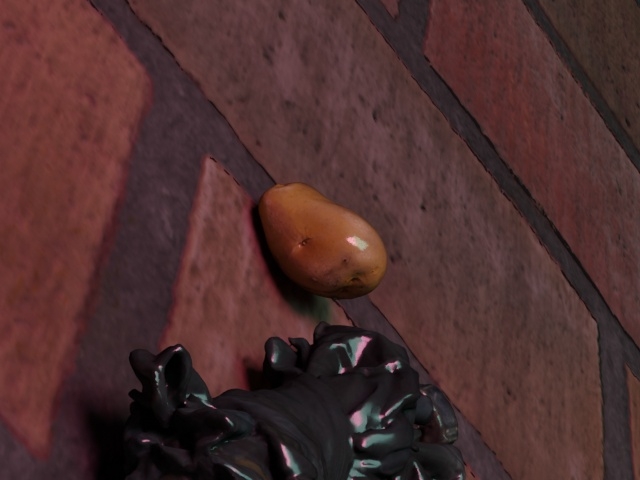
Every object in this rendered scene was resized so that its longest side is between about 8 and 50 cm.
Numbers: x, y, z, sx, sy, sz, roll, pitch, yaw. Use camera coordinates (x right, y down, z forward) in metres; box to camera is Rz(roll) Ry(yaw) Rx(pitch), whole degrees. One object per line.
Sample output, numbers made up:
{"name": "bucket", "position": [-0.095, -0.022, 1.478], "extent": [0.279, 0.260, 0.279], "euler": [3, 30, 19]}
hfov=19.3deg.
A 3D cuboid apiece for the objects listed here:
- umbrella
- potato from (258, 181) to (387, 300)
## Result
{"name": "umbrella", "position": [0.006, 0.109, 0.997], "extent": [0.349, 0.094, 0.143], "euler": [-2, 74, -66]}
{"name": "potato", "position": [0.000, 0.000, 1.123], "extent": [0.062, 0.068, 0.083], "euler": [-26, 74, -27]}
